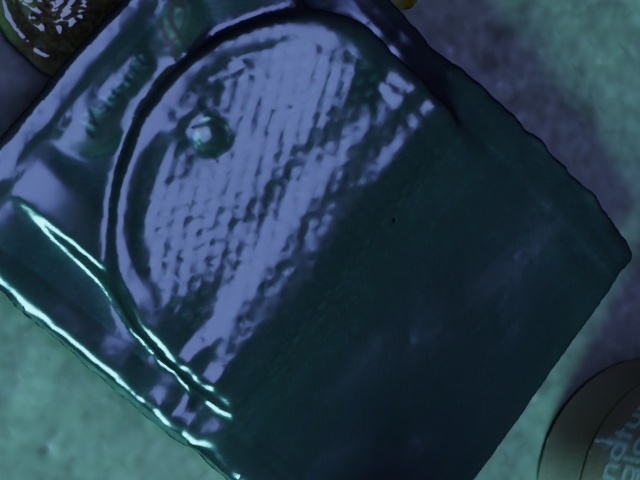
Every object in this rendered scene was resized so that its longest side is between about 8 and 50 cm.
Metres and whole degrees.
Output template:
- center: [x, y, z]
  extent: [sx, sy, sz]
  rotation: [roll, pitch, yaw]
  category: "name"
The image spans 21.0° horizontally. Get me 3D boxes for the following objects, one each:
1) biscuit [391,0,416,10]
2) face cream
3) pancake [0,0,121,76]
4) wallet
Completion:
- center: [0.050, -0.211, 0.900]
  extent: [0.203, 0.016, 0.144]
  rotation: [-40, 110, -19]
  category: "biscuit"
- center: [0.207, 0.143, 0.951]
  extent: [0.149, 0.104, 0.149]
  rotation: [-2, 94, -26]
  category: "face cream"
- center: [-0.108, -0.128, 0.829]
  extent: [0.115, 0.011, 0.115]
  rotation: [-1, 93, -28]
  category: "pancake"
- center: [0.000, 0.000, 0.870]
  extent: [0.323, 0.041, 0.247]
  rotation: [44, 78, -28]
  category: "wallet"
